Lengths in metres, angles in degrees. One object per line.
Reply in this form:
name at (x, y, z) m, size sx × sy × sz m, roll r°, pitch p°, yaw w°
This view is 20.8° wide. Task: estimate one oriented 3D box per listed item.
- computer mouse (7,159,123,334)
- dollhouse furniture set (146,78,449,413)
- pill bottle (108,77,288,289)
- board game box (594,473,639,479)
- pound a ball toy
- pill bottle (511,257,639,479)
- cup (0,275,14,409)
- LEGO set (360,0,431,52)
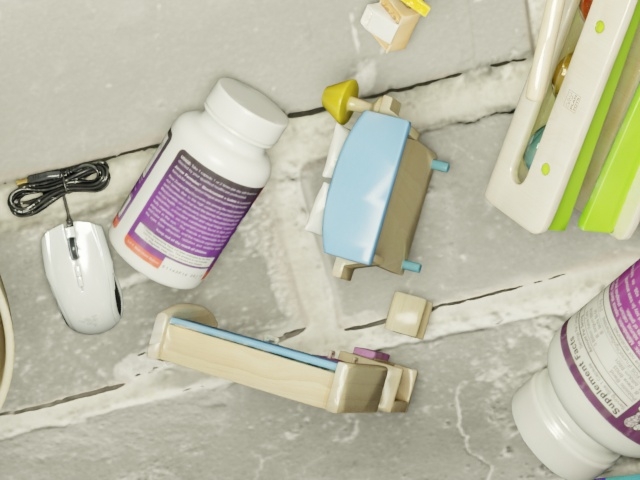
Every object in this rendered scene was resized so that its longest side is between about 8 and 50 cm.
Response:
computer mouse at (-0.242, 0.017, 1.745) m, size 0.106 × 0.042 × 0.193 m, roll -13°, pitch 116°, yaw -1°
dollhouse furniture set at (0.000, 0.000, 1.726) m, size 0.198 × 0.286 × 0.303 m, roll 16°, pitch 90°, yaw 18°
pill bottle at (-0.114, -0.057, 1.688) m, size 0.108 × 0.108 × 0.193 m, roll 28°, pitch 110°, yaw -18°
board game box at (0.395, 0.315, 1.929) m, size 0.210 × 0.047 × 0.160 m, roll -6°, pitch 139°, yaw -3°
pound a ball toy at (0.237, -0.170, 1.645) m, size 0.208 × 0.136 × 0.319 m, roll 3°, pitch 115°, yaw -34°
pill bottle at (0.341, 0.116, 1.777) m, size 0.169 × 0.169 × 0.301 m, roll 33°, pitch 121°, yaw -20°
cup at (-0.446, 0.044, 1.627) m, size 0.331 × 0.237 × 0.331 m, roll -2°, pitch 116°, yaw -5°
LEGO set at (0.099, -0.318, 1.613) m, size 0.132 × 0.107 × 0.287 m, roll 8°, pitch 126°, yaw 29°
